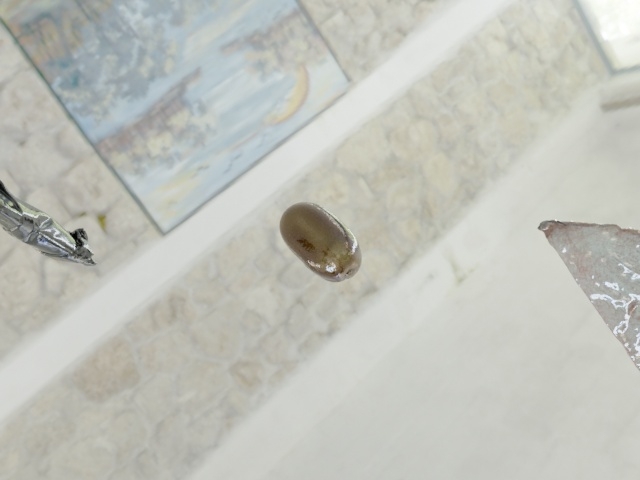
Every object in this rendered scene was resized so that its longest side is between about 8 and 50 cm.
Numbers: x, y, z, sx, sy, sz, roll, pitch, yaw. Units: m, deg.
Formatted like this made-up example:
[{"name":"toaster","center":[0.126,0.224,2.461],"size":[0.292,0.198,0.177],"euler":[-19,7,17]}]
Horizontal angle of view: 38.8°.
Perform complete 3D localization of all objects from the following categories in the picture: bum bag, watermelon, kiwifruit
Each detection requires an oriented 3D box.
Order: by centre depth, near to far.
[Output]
[{"name":"watermelon","center":[0.262,0.026,0.677],"size":[0.136,0.202,0.207],"euler":[-35,-159,4]},{"name":"bum bag","center":[-0.314,-0.022,0.984],"size":[0.087,0.197,0.049],"euler":[27,-100,37]},{"name":"kiwifruit","center":[0.000,0.000,1.103],"size":[0.075,0.075,0.124],"euler":[-38,-128,-14]}]
